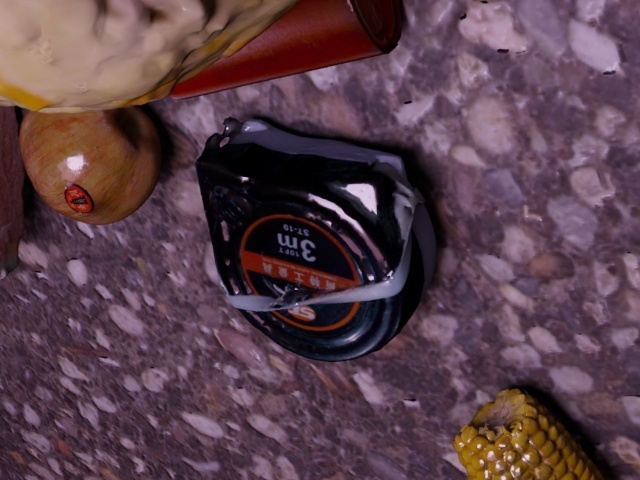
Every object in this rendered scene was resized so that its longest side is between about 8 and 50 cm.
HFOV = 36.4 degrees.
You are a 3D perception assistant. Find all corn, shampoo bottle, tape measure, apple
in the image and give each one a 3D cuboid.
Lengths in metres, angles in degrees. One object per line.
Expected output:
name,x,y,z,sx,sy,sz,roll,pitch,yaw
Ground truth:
corn,0.224,0.266,0.844,0.115,0.115,0.318,-25,108,42
shampoo bottle,-0.071,-0.161,0.719,0.260,0.064,0.102,-7,121,36
tape measure,0.001,0.004,0.777,0.182,0.107,0.181,15,128,22
apple,-0.193,-0.077,0.830,0.102,0.126,0.126,-32,105,18

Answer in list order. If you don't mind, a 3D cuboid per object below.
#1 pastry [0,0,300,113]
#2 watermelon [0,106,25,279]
pastry,-0.135,-0.248,0.501,0.388,0.312,0.389,-1,85,17
watermelon,-0.408,-0.071,0.875,0.283,0.250,0.293,32,137,3
